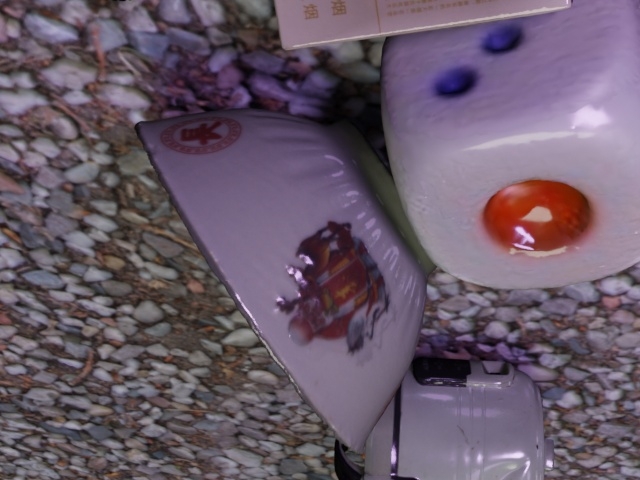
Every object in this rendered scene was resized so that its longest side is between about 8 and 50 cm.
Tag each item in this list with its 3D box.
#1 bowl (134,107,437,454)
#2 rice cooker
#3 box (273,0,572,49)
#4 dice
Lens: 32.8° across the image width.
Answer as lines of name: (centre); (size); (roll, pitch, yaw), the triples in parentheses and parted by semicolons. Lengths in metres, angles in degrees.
bowl: (0.000, 0.000, 0.925); (0.157, 0.337, 0.337); (-34, 134, 1)
rice cooker: (0.138, 0.244, 1.244); (0.244, 0.226, 0.226); (-1, 142, 7)
box: (0.063, -0.211, 0.735); (0.201, 0.058, 0.141); (-6, 104, 16)
dice: (0.161, -0.086, 0.825); (0.193, 0.192, 0.194); (-10, 138, 21)
